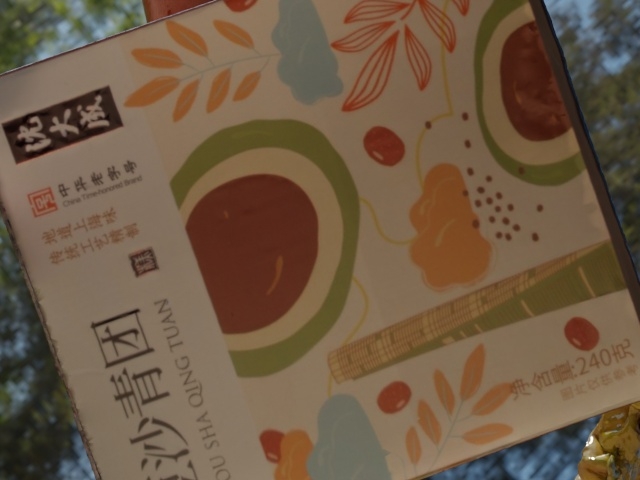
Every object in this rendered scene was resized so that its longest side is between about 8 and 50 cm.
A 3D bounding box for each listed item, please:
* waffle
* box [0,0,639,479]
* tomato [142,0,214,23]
[{"bbox_3d":[0.304,0.159,1.366,0.062,0.329,0.329,26,-32,25],"label":"waffle"},{"bbox_3d":[0.000,0.000,1.029,0.122,0.385,0.345,-154,-136,-87],"label":"box"},{"bbox_3d":[-0.039,-0.226,1.353,0.256,0.256,0.224,54,-23,-9],"label":"tomato"}]
